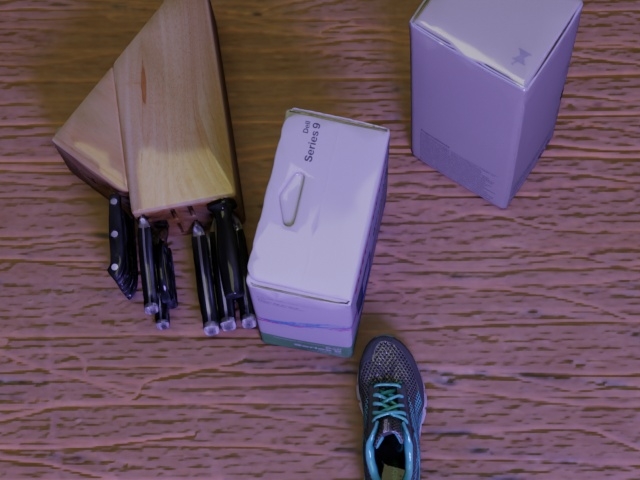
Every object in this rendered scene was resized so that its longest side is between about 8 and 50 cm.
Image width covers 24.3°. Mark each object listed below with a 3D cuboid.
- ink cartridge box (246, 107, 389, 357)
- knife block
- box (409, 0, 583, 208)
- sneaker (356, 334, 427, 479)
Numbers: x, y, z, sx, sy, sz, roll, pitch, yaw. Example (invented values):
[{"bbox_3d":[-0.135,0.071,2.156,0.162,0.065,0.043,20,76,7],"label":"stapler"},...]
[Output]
[{"bbox_3d":[0.000,0.000,1.261,0.093,0.212,0.154,11,74,6],"label":"ink cartridge box"},{"bbox_3d":[-0.107,-0.062,1.351,0.242,0.088,0.275,35,78,11],"label":"knife block"},{"bbox_3d":[0.143,-0.132,1.259,0.113,0.275,0.094,32,76,12],"label":"box"},{"bbox_3d":[0.063,0.159,1.282,0.065,0.076,0.166,-5,73,1],"label":"sneaker"}]
